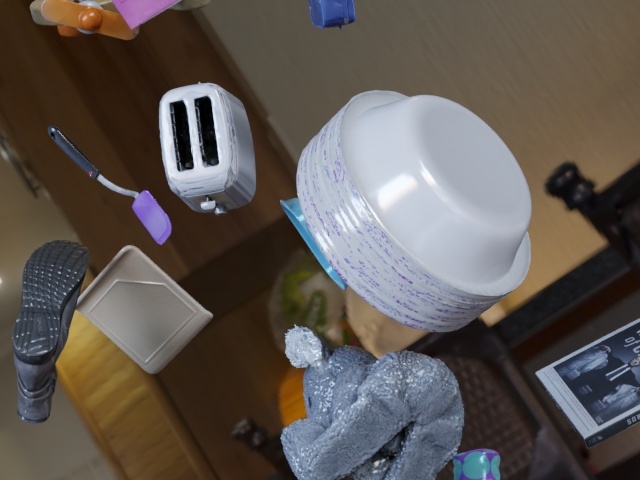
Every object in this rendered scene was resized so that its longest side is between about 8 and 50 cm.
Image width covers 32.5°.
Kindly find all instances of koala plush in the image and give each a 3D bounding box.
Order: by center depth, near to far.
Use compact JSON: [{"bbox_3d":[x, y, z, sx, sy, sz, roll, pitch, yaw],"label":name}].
[{"bbox_3d":[0.051,0.197,1.343,0.203,0.196,0.221,-53,30,1],"label":"koala plush"}]

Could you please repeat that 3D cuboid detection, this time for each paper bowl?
[{"bbox_3d":[0.124,-0.050,1.246,0.284,0.284,0.148,-20,-17,-50],"label":"paper bowl"}]

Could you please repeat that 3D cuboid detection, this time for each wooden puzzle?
[{"bbox_3d":[-0.375,0.146,2.327,0.221,0.238,0.044,-45,10,28],"label":"wooden puzzle"}]

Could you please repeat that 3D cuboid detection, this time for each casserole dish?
[{"bbox_3d":[0.000,0.000,1.798,0.037,0.188,0.114,-36,20,-6],"label":"casserole dish"}]

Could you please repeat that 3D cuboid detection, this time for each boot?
[{"bbox_3d":[-0.545,0.174,2.172,0.338,0.118,0.223,-79,2,-48],"label":"boot"}]

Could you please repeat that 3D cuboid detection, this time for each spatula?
[{"bbox_3d":[-0.387,-0.109,2.021,0.084,0.296,0.030,-41,11,51],"label":"spatula"}]

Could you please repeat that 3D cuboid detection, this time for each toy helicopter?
[{"bbox_3d":[-0.389,-0.460,2.121,0.354,0.140,0.235,-3,26,8],"label":"toy helicopter"}]

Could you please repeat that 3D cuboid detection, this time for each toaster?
[{"bbox_3d":[-0.180,-0.156,1.731,0.129,0.227,0.146,-7,-7,7],"label":"toaster"}]

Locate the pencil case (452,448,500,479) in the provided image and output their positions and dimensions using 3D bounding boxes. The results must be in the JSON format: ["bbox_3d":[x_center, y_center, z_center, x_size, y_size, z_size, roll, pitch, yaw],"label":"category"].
[{"bbox_3d":[0.212,0.350,1.432,0.070,0.152,0.064,14,-37,-24],"label":"pencil case"}]

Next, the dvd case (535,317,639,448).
[{"bbox_3d":[0.481,0.211,1.724,0.238,0.030,0.179,-28,32,-1],"label":"dvd case"}]

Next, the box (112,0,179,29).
[{"bbox_3d":[-0.232,-0.475,1.774,0.213,0.117,0.243,-27,24,15],"label":"box"}]

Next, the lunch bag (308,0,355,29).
[{"bbox_3d":[0.020,-0.378,1.725,0.065,0.098,0.067,-16,22,-15],"label":"lunch bag"}]
